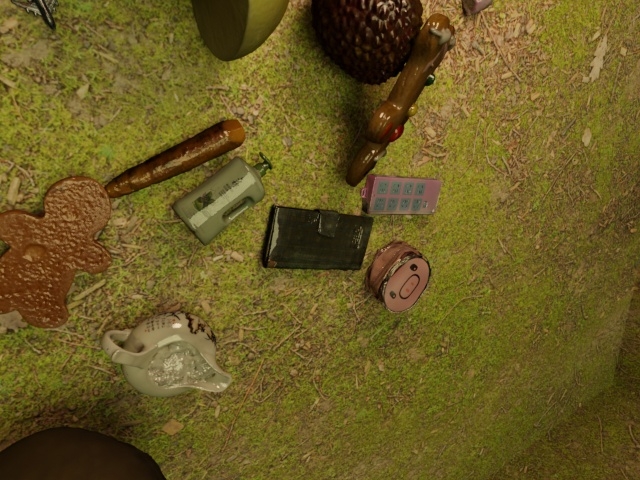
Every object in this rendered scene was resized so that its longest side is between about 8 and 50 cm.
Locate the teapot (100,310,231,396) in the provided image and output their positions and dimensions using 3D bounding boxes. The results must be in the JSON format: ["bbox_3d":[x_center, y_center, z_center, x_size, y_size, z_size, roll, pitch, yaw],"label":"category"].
[{"bbox_3d":[-0.352,0.261,1.010,0.300,0.166,0.208,27,106,-47],"label":"teapot"}]

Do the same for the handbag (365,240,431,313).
[{"bbox_3d":[0.234,0.107,1.335,0.205,0.116,0.179,-50,126,-4],"label":"handbag"}]

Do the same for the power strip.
[{"bbox_3d":[0.237,-0.129,1.287,0.279,0.037,0.109,-2,110,-32],"label":"power strip"}]

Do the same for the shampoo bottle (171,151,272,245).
[{"bbox_3d":[-0.201,-0.104,0.991,0.234,0.087,0.118,-41,123,-12],"label":"shampoo bottle"}]

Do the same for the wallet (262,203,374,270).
[{"bbox_3d":[0.000,0.000,1.188,0.317,0.044,0.168,5,106,-34],"label":"wallet"}]

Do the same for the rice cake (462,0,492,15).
[{"bbox_3d":[0.349,-0.752,1.085,0.070,0.064,0.399,-35,124,-9],"label":"rice cake"}]

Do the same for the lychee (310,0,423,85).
[{"bbox_3d":[0.100,-0.461,0.945,0.236,0.236,0.271,-40,136,-13],"label":"lychee"}]

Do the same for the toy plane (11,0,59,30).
[{"bbox_3d":[-0.462,-0.391,0.741,0.079,0.031,0.083,-29,122,-19],"label":"toy plane"}]

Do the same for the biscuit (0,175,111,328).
[{"bbox_3d":[-0.514,0.019,0.860,0.205,0.049,0.324,26,100,-31],"label":"biscuit"}]

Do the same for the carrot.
[{"bbox_3d":[-0.300,-0.166,0.920,0.314,0.066,0.066,-29,122,-17],"label":"carrot"}]

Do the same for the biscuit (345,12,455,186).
[{"bbox_3d":[0.189,-0.302,1.059,0.432,0.064,0.283,-60,171,27],"label":"biscuit"}]

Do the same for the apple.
[{"bbox_3d":[-0.170,-0.478,0.748,0.295,0.258,0.233,40,85,-37],"label":"apple"}]

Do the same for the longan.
[{"bbox_3d":[-0.509,0.571,0.885,0.436,0.404,0.403,-16,120,-1],"label":"longan"}]
